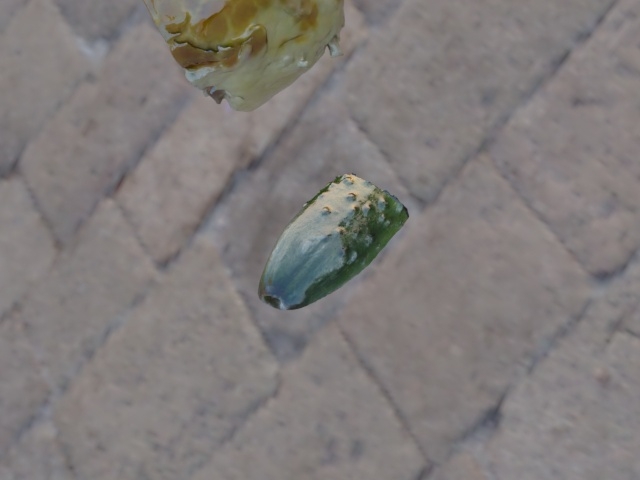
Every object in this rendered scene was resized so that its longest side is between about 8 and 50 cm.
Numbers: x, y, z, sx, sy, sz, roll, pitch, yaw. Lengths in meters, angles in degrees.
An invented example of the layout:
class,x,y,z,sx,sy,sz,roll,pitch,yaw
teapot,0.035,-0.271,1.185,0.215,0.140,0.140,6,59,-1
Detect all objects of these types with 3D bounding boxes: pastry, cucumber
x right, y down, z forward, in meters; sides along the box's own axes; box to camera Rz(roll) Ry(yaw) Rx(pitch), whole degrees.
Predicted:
class,x,y,z,sx,sy,sz,roll,pitch,yaw
pastry,-0.070,-0.249,1.607,0.170,0.237,0.256,-16,80,12
cucumber,0.000,0.000,1.251,0.067,0.035,0.107,20,53,34
